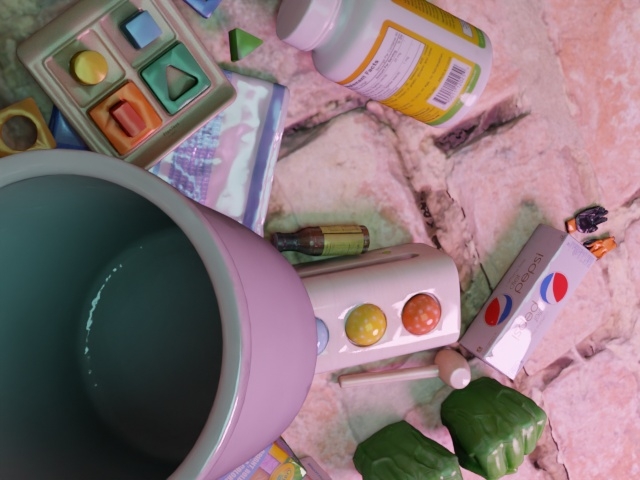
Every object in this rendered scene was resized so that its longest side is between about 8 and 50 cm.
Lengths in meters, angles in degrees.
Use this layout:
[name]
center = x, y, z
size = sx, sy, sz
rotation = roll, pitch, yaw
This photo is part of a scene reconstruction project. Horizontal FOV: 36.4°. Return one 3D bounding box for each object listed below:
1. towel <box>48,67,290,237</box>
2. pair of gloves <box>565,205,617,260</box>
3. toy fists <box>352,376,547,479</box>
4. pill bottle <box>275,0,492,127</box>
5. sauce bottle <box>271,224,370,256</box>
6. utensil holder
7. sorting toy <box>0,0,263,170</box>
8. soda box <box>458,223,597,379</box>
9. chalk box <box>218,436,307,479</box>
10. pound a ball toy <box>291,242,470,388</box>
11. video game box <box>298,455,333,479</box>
[towel]
center = -0.182, -0.114, 1.171
size = 0.285, 0.034, 0.209
rotation = 10, 99, -24
[pair of gloves]
center = 0.403, -0.007, 1.451
size = 0.074, 0.010, 0.083
rotation = -24, 109, -13
[toy fists]
center = 0.188, 0.299, 1.371
size = 0.279, 0.142, 0.096
rotation = -24, 112, -14
[pill bottle]
center = 0.075, -0.242, 1.185
size = 0.246, 0.136, 0.136
rotation = 21, 95, -25
[sauce bottle]
center = 0.000, 0.000, 1.272
size = 0.128, 0.042, 0.042
rotation = 0, 104, -20
[utensil holder]
center = -0.186, 0.105, 0.966
size = 0.328, 0.385, 0.327
rotation = -1, 84, 10
[sorting toy]
center = -0.214, -0.189, 1.102
size = 0.348, 0.047, 0.196
rotation = -41, 108, -13
[soda box]
center = 0.297, 0.087, 1.397
size = 0.069, 0.074, 0.216
rotation = 36, 88, -26
[chalk box]
center = -0.114, 0.287, 1.250
size = 0.132, 0.132, 0.213
rotation = -48, 117, -4
[pound a ball toy]
center = 0.065, 0.130, 1.280
size = 0.319, 0.136, 0.208
rotation = -9, 107, -19
[video game box]
center = 0.014, 0.422, 1.307
size = 0.048, 0.187, 0.205
rotation = -11, 108, -19
